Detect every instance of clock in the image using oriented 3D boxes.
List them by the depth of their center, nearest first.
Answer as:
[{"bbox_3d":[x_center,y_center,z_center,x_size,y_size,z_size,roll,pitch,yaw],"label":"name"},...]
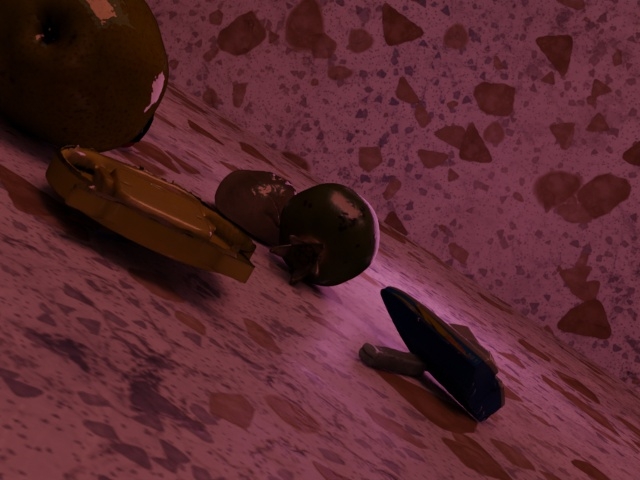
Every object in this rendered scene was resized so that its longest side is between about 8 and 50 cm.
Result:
[{"bbox_3d":[-0.218,-0.028,1.202,0.277,0.071,0.293,27,9,-13],"label":"clock"}]

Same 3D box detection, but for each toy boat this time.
[{"bbox_3d":[0.181,0.154,1.513,0.295,0.088,0.129,43,-16,46],"label":"toy boat"}]

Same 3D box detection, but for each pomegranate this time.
[{"bbox_3d":[0.000,0.000,1.599,0.181,0.181,0.224,35,30,13],"label":"pomegranate"}]

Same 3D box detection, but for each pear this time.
[{"bbox_3d":[-0.361,-0.270,1.388,0.294,0.294,0.294,32,8,-5],"label":"pear"}]

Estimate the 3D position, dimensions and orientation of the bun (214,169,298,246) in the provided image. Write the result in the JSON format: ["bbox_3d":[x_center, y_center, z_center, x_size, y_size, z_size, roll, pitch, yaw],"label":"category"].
[{"bbox_3d":[-0.101,-0.070,1.744,0.166,0.113,0.173,38,12,32],"label":"bun"}]

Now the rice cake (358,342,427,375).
[{"bbox_3d":[0.109,0.177,1.404,0.033,0.029,0.171,37,10,34],"label":"rice cake"}]

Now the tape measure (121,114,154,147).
[{"bbox_3d":[-0.423,-0.276,1.726,0.260,0.114,0.253,32,9,-9],"label":"tape measure"}]
